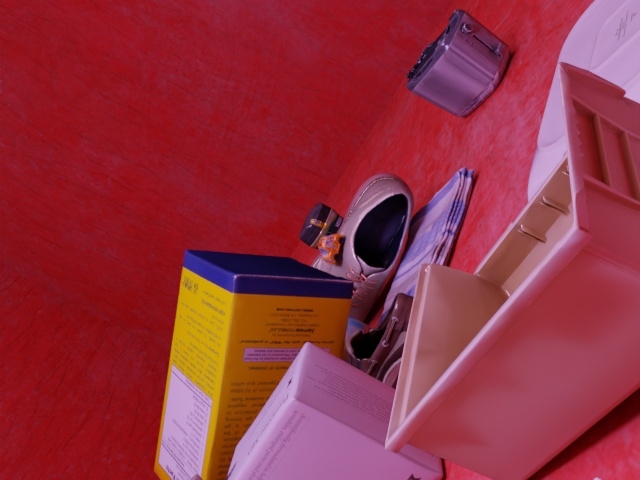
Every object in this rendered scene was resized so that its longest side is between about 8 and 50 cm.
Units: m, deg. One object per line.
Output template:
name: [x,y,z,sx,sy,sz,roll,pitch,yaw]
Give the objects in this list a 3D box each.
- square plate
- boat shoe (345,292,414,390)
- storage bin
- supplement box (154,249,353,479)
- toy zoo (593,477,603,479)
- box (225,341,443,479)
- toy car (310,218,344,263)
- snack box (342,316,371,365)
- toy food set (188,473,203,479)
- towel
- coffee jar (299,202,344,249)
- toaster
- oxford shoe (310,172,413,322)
square plate: [0.360,-0.235,0.766,0.347,0.049,0.344,-65,8,-32]
boat shoe: [0.079,0.161,0.973,0.257,0.095,0.095,-56,8,35]
storage bin: [0.181,0.027,0.572,0.260,0.123,0.262,-70,5,-50]
supplement box: [-0.104,0.209,1.012,0.194,0.195,0.357,18,100,57]
toy zoo: [0.157,0.246,0.345,0.192,0.030,0.293,-61,7,-3]
box: [0.011,0.247,0.764,0.181,0.182,0.119,-58,7,20]
toy car: [0.000,0.000,1.254,0.060,0.040,0.122,-66,27,7]
snack box: [-0.011,0.304,1.187,0.322,0.060,0.187,-59,9,16]
toy food set: [-0.154,0.444,0.864,0.306,0.220,0.092,-48,-5,41]
towel: [0.168,0.027,1.143,0.209,0.034,0.285,-52,11,55]
coffee jar: [0.049,-0.001,1.471,0.079,0.184,0.096,-53,11,48]
toaster: [0.278,-0.347,1.388,0.129,0.146,0.227,-63,8,-27]
oxford shoe: [0.055,0.063,1.261,0.146,0.140,0.397,-100,31,-79]
